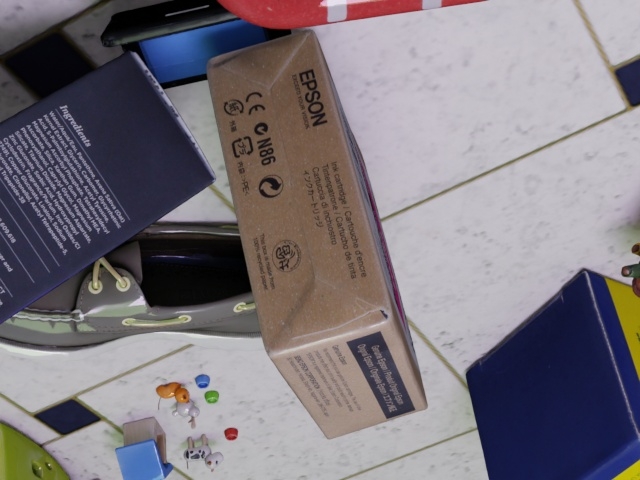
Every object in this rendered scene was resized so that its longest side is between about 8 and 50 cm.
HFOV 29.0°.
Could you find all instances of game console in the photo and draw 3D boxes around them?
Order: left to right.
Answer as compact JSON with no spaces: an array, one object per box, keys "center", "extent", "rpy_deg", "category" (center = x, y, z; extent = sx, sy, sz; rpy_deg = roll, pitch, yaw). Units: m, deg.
[{"center":[-0.082,-0.136,0.870],"extent":[0.122,0.107,0.071],"rpy_deg":[-13,112,3],"category":"game console"}]

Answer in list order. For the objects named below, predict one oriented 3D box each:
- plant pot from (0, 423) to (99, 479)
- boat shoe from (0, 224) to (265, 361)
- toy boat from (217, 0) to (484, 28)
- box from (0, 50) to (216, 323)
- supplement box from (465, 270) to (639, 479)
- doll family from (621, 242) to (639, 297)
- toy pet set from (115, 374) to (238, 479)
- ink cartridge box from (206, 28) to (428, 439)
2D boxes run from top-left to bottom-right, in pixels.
[{"center":[-0.340,0.353,1.284],"extent":[0.227,0.228,0.207],"rpy_deg":[-27,144,20],"category":"plant pot"},{"center":[-0.156,0.034,1.029],"extent":[0.305,0.109,0.091],"rpy_deg":[1,139,-21],"category":"boat shoe"},{"center":[0.032,-0.198,0.729],"extent":[0.231,0.151,0.151],"rpy_deg":[-9,113,-1],"category":"toy boat"},{"center":[-0.199,-0.019,0.840],"extent":[0.207,0.108,0.153],"rpy_deg":[-36,-174,-29],"category":"box"},{"center":[0.356,0.201,1.251],"extent":[0.356,0.195,0.194],"rpy_deg":[19,133,-29],"category":"supplement box"},{"center":[0.351,0.003,1.111],"extent":[0.193,0.076,0.111],"rpy_deg":[-1,135,-14],"category":"doll family"},{"center":[-0.149,0.207,1.263],"extent":[0.114,0.065,0.122],"rpy_deg":[-14,139,6],"category":"toy pet set"},{"center":[0.000,0.000,0.891],"extent":[0.088,0.235,0.193],"rpy_deg":[-17,154,6],"category":"ink cartridge box"}]
